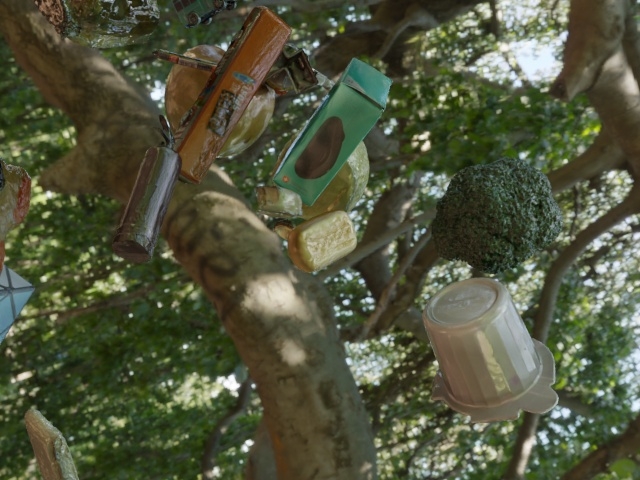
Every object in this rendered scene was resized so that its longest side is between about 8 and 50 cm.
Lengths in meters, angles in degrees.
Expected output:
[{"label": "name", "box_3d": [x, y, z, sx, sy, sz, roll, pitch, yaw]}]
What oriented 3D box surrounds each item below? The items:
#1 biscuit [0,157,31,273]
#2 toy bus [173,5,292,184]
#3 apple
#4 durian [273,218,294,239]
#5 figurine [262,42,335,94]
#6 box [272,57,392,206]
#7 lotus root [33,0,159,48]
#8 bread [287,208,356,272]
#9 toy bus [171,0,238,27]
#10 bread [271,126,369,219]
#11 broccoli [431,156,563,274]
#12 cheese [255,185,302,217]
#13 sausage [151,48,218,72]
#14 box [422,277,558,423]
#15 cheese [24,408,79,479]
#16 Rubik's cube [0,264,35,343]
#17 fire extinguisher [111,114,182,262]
[{"label": "biscuit", "box_3d": [-0.669, -0.080, 1.220, 0.394, 0.077, 0.367, 87, 6, -56]}, {"label": "toy bus", "box_3d": [-0.194, -0.305, 1.365, 0.093, 0.408, 0.092, 34, -10, -31]}, {"label": "apple", "box_3d": [-0.310, -0.414, 2.013, 0.338, 0.339, 0.304, 49, -61, 41]}, {"label": "durian", "box_3d": [-0.116, -0.036, 2.104, 0.130, 0.052, 0.066, -30, -103, 64]}, {"label": "figurine", "box_3d": [-0.101, -0.482, 1.843, 0.143, 0.309, 0.308, -56, -136, 11]}, {"label": "box", "box_3d": [0.027, -0.257, 1.542, 0.311, 0.118, 0.205, -50, -167, 31]}, {"label": "lotus root", "box_3d": [-0.567, -0.627, 1.620, 0.149, 0.260, 0.266, -31, -93, 43]}, {"label": "bread", "box_3d": [0.000, 0.000, 1.883, 0.098, 0.217, 0.147, 0, -71, 53]}, {"label": "toy bus", "box_3d": [-0.260, -0.567, 1.529, 0.091, 0.160, 0.079, 64, 23, -11]}, {"label": "bread", "box_3d": [0.005, -0.217, 2.082, 0.237, 0.321, 0.320, -84, 173, -58]}, {"label": "broccoli", "box_3d": [0.411, -0.049, 1.516, 0.297, 0.298, 0.297, 57, 11, 30]}, {"label": "cheese", "box_3d": [-0.081, -0.068, 1.263, 0.171, 0.093, 0.047, 98, 1, -84]}, {"label": "sausage", "box_3d": [-0.310, -0.433, 1.589, 0.028, 0.199, 0.025, 114, -17, -53]}, {"label": "box", "box_3d": [0.331, 0.213, 1.328, 0.206, 0.263, 0.291, 62, -12, -22]}, {"label": "cheese", "box_3d": [-0.396, 0.430, 1.040, 0.085, 0.034, 0.399, 20, -52, 30]}, {"label": "Rubik's cube", "box_3d": [-0.825, 0.137, 1.481, 0.207, 0.205, 0.205, 36, 5, 8]}, {"label": "fire extinguisher", "box_3d": [-0.304, -0.097, 1.174, 0.089, 0.072, 0.267, 58, 37, -52]}]
